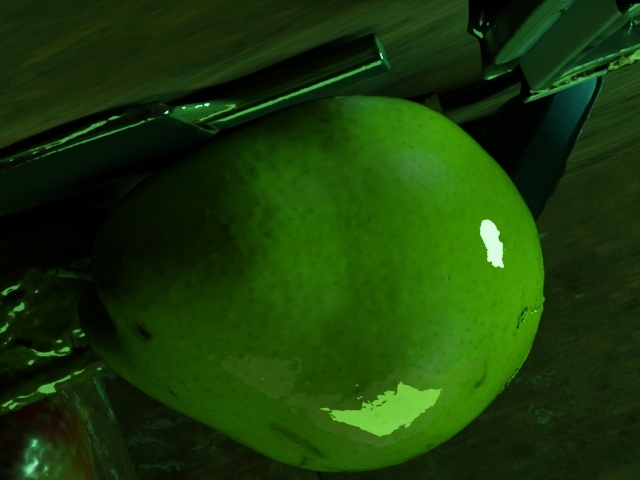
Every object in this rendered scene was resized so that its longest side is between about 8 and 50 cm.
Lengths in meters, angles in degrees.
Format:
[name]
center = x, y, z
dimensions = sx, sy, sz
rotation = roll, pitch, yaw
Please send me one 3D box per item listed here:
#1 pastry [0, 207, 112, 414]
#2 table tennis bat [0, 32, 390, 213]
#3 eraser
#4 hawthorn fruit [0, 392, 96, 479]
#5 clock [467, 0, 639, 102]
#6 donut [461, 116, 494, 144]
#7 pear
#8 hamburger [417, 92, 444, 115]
[pastry]
center = -0.229, 0.050, 1.301
dimensions = 0.235, 0.132, 0.240
rotation = -28, -171, -35
[table tennis bat]
center = -0.102, -0.065, 1.030
dimensions = 0.301, 0.022, 0.173
rotation = -20, 176, 8
[eraser]
center = 0.146, -0.018, 1.448
dimensions = 0.311, 0.043, 0.144
rotation = -61, -168, -28
[hawthorn fruit]
center = -0.430, 0.281, 1.681
dimensions = 0.403, 0.402, 0.403
rotation = -20, 176, -2
[clock]
center = 0.184, -0.153, 0.851
dimensions = 0.186, 0.083, 0.253
rotation = -20, 176, -8
[donut]
center = 0.162, -0.084, 1.734
dimensions = 0.184, 0.073, 0.166
rotation = -16, 177, -32
[pear]
center = -0.003, 0.019, 1.178
dimensions = 0.336, 0.284, 0.285
rotation = 31, 141, -34
[hamburger]
center = 0.000, 0.000, 1.402
dimensions = 0.283, 0.156, 0.144
rotation = -27, -176, -7
